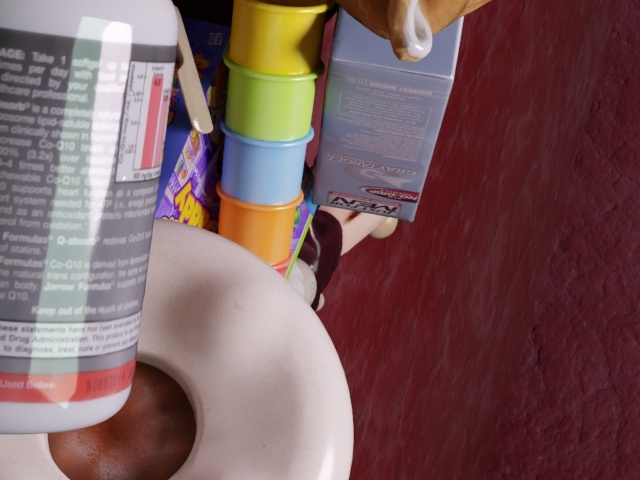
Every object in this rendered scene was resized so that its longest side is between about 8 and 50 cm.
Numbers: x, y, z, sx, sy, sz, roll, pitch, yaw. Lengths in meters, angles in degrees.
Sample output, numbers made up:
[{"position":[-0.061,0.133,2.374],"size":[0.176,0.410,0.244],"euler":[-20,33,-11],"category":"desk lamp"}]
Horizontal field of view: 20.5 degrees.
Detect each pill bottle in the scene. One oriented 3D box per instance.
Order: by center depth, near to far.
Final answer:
[{"position":[-0.202,-0.076,1.127],"size":[0.210,0.210,0.362],"euler":[-11,112,-68],"category":"pill bottle"}]

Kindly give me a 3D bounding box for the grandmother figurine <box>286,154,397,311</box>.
[{"position":[0.000,0.000,1.996],"size":[0.342,0.104,0.207],"euler":[-50,139,-55],"category":"grandmother figurine"}]

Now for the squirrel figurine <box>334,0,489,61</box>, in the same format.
[{"position":[0.035,-0.323,1.271],"size":[0.397,0.281,0.370],"euler":[-7,125,-34],"category":"squirrel figurine"}]

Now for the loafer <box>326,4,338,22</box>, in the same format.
[{"position":[-0.010,-0.304,1.804],"size":[0.078,0.080,0.220],"euler":[59,43,-50],"category":"loafer"}]

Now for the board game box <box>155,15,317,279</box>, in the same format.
[{"position":[-0.111,-0.027,1.704],"size":[0.347,0.078,0.233],"euler":[60,48,-63],"category":"board game box"}]

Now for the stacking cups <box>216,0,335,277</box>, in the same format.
[{"position":[-0.058,-0.074,1.589],"size":[0.096,0.096,0.316],"euler":[-38,142,-59],"category":"stacking cups"}]

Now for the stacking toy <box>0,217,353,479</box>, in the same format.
[{"position":[-0.161,0.222,1.509],"size":[0.480,0.351,0.350],"euler":[97,15,-65],"category":"stacking toy"}]

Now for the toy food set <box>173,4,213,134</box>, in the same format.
[{"position":[-0.178,-0.127,1.476],"size":[0.192,0.039,0.132],"euler":[-18,95,-51],"category":"toy food set"}]

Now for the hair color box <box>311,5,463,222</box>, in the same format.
[{"position":[0.065,-0.170,1.686],"size":[0.374,0.114,0.185],"euler":[97,3,-71],"category":"hair color box"}]
